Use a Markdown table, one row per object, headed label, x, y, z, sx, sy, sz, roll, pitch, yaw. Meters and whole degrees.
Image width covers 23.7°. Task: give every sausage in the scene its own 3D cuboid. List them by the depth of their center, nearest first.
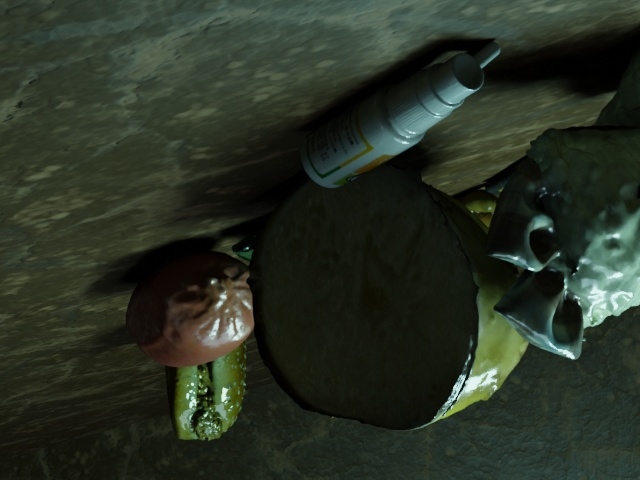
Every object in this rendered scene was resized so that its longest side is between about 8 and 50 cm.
| label | x | y | z | sx | sy | sz | roll | pitch | yaw |
| --- | --- | --- | --- | --- | --- | --- | --- | --- | --- |
| sausage | -0.161 | 0.088 | 1.895 | 0.148 | 0.148 | 0.254 | -11 | 169 | -28 |

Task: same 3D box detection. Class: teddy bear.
| label | x | y | z | sx | sy | sz | roll | pitch | yaw |
| --- | --- | --- | --- | --- | --- | --- | --- | --- | --- |
| teddy bear | 0.374 | -0.046 | 1.497 | 0.375 | 0.327 | 0.362 | -7 | -159 | 18 |

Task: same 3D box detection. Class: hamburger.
| label | x | y | z | sx | sy | sz | roll | pitch | yaw |
| --- | --- | --- | --- | --- | --- | --- | --- | --- | --- |
| hamburger | -0.175 | 0.209 | 2.316 | 0.122 | 0.215 | 0.189 | 0 | 153 | -10 |

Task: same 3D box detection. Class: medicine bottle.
| label | x | y | z | sx | sy | sz | roll | pitch | yaw |
| --- | --- | --- | --- | --- | --- | --- | --- | --- | --- |
| medicine bottle | 0.075 | -0.118 | 1.408 | 0.092 | 0.061 | 0.220 | -39 | -173 | -40 |

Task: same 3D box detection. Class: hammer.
| label | x | y | z | sx | sy | sz | roll | pitch | yaw |
| --- | --- | --- | --- | --- | --- | --- | --- | --- | --- |
| hammer | 0.267 | -0.096 | 1.902 | 0.078 | 0.021 | 0.201 | -11 | 169 | -25 |

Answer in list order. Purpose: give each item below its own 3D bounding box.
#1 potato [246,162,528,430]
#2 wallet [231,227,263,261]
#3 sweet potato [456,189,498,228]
| label | x | y | z | sx | sy | sz | roll | pitch | yaw |
| --- | --- | --- | --- | --- | --- | --- | --- | --- | --- |
| potato | 0.131 | 0.050 | 1.653 | 0.296 | 0.290 | 0.397 | 1 | 175 | -39 |
| wallet | -0.001 | -0.002 | 1.901 | 0.160 | 0.055 | 0.236 | -23 | 164 | 14 |
| sweet potato | 0.197 | 0.005 | 2.124 | 0.124 | 0.098 | 0.310 | 19 | 162 | -15 |
